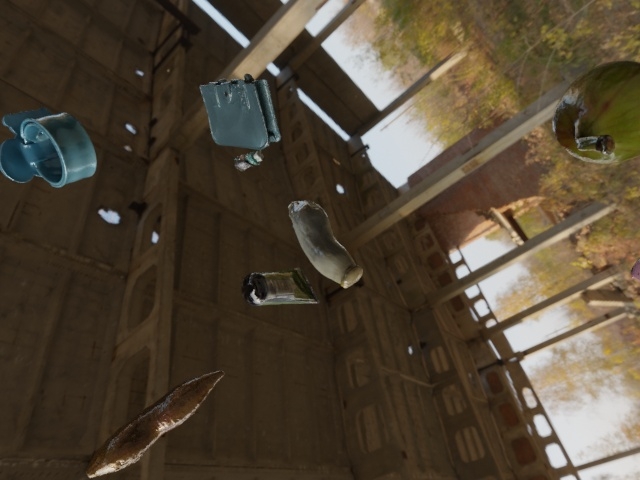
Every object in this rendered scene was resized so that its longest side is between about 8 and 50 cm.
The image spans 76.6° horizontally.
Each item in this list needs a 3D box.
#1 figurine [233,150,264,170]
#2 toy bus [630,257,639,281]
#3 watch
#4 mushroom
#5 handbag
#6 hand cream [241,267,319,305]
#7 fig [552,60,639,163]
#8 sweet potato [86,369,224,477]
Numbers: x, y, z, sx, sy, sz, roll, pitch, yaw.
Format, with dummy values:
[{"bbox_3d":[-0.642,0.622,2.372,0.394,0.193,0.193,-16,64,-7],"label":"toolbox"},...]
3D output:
[{"bbox_3d":[-0.226,-0.252,1.290,0.060,0.105,0.047,22,-121,-57],"label":"figurine"},{"bbox_3d":[0.689,0.097,0.745,0.090,0.063,0.203,6,-152,-32],"label":"toy bus"},{"bbox_3d":[-0.669,-0.236,1.015,0.211,0.193,0.211,-13,-74,-59],"label":"watch"},{"bbox_3d":[-0.002,0.001,1.100,0.109,0.097,0.351,-10,-137,-23],"label":"mushroom"},{"bbox_3d":[-0.209,-0.329,1.034,0.062,0.229,0.179,-39,-49,-36],"label":"handbag"},{"bbox_3d":[-0.072,0.091,0.772,0.087,0.055,0.235,64,-160,15],"label":"hand cream"},{"bbox_3d":[0.326,-0.129,0.468,0.236,0.124,0.124,-37,-88,-40],"label":"fig"},{"bbox_3d":[-0.240,0.266,0.608,0.218,0.065,0.051,-35,-79,-30],"label":"sweet potato"}]
